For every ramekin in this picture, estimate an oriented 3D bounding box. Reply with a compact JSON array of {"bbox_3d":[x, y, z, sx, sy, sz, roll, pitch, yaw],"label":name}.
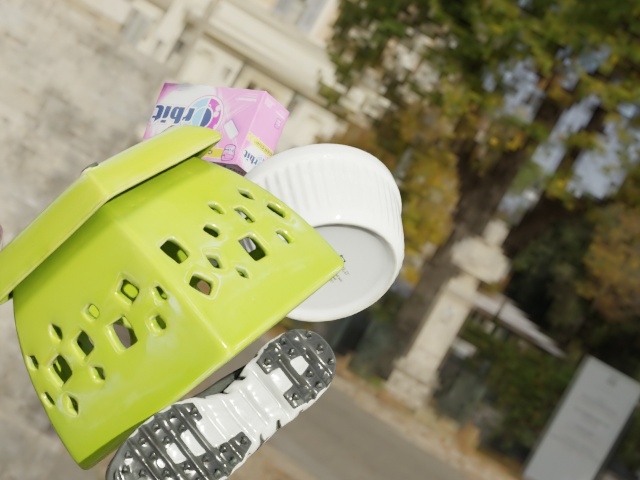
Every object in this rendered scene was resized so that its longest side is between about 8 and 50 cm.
[{"bbox_3d":[0.000,0.000,1.832,0.207,0.207,0.109,29,32,-36],"label":"ramekin"}]

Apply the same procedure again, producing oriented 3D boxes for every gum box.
[{"bbox_3d":[-0.147,-0.143,2.095,0.188,0.107,0.062,9,-19,37],"label":"gum box"}]

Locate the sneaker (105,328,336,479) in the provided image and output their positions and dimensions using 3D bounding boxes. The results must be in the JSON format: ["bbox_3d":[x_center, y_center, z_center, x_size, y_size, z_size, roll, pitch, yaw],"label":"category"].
[{"bbox_3d":[-0.091,0.165,1.364,0.078,0.234,0.106,52,-33,7],"label":"sneaker"}]

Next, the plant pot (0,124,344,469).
[{"bbox_3d":[-0.154,0.036,1.441,0.207,0.228,0.227,53,34,1],"label":"plant pot"}]

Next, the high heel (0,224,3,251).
[{"bbox_3d":[-0.421,0.053,1.503,0.181,0.127,0.377,27,26,-10],"label":"high heel"}]
